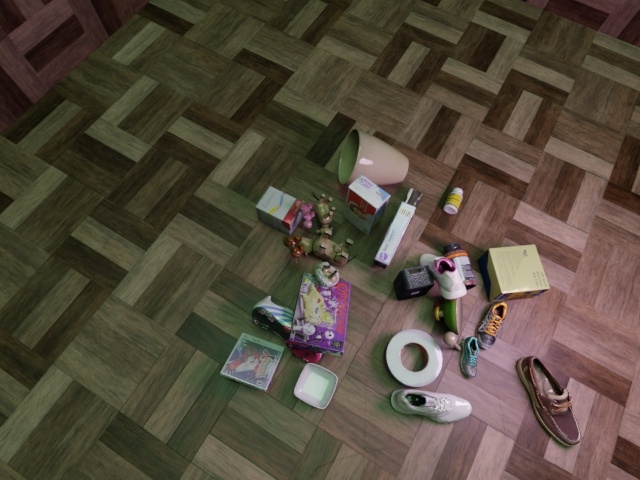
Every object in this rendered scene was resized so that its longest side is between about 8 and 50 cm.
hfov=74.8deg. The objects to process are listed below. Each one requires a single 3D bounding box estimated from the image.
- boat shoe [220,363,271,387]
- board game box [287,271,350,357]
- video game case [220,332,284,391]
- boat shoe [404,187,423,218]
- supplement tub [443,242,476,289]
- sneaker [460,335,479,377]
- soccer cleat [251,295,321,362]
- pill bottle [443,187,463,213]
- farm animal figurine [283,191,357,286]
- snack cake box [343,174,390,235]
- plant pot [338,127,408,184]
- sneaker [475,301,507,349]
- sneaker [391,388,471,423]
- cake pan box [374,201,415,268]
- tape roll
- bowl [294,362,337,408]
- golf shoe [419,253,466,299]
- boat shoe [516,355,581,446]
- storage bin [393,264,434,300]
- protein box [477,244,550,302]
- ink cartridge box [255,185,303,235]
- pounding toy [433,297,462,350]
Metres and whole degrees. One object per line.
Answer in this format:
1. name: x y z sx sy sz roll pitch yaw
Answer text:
1. boat shoe: -0.286 0.515 1.601 0.207 0.073 0.073 13 70 5
2. board game box: 0.002 0.281 1.642 0.208 0.056 0.346 16 41 -5
3. video game case: -0.257 0.461 1.603 0.184 0.023 0.201 18 40 6
4. boat shoe: 0.404 -0.139 1.901 0.069 0.081 0.227 22 65 12
5. supplement tub: 0.588 0.112 1.787 0.106 0.106 0.197 -8 66 -5
6. sneaker: 0.594 0.455 1.653 0.065 0.076 0.166 4 67 1
7. soccer cleat: -0.117 0.341 1.661 0.331 0.116 0.143 39 32 -1
8. pill bottle: 0.618 -0.185 1.937 0.065 0.065 0.116 25 67 9
9. farm animal figurine: 0.000 0.000 1.790 0.327 0.172 0.330 39 60 1
10. snack cake box: 0.191 -0.146 1.797 0.152 0.264 0.089 41 71 14
11. plant pot: 0.254 -0.354 1.919 0.274 0.256 0.256 10 66 -15
12. sneaker: 0.700 0.339 1.705 0.084 0.083 0.214 24 69 6
13. sneaker: 0.418 0.613 1.552 0.297 0.129 0.111 5 65 -1
14. cake pan box: 0.297 -0.015 1.720 0.070 0.246 0.266 26 88 10
15. tape roll: 0.361 0.463 1.645 0.219 0.072 0.219 1 67 -2
16. bowl: -0.017 0.557 1.602 0.142 0.053 0.142 24 68 9
17. golf shoe: 0.485 0.109 1.685 0.115 0.140 0.306 -21 27 -5
18. boat shoe: 0.875 0.598 1.575 0.123 0.123 0.342 -17 68 -9
19. storage bin: 0.378 0.177 1.710 0.122 0.180 0.084 -11 67 -6
20. protein box: 0.808 0.140 1.765 0.201 0.136 0.199 -5 66 -4
21. ink cartridge box: -0.179 -0.130 1.852 0.176 0.128 0.127 27 68 9
22. pounding toy: 0.505 0.310 1.684 0.110 0.183 0.236 -1 68 26
